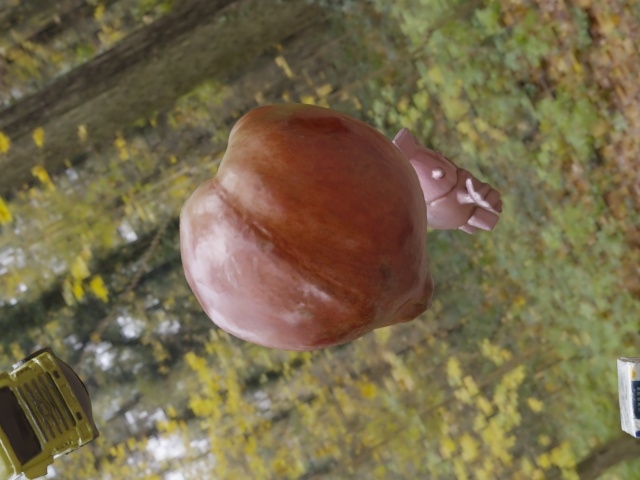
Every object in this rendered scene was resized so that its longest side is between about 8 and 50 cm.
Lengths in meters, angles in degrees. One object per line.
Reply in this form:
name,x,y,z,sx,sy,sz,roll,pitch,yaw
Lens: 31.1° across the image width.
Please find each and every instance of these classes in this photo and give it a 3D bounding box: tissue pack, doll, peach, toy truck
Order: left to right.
toy truck,-0.540,0.327,1.907,0.180,0.254,0.405,59,143,0
peach,0.000,0.000,1.079,0.257,0.232,0.232,37,-173,-8
doll,0.144,-0.075,1.580,0.211,0.093,0.262,42,163,-30
tissue pack,0.350,0.169,1.257,0.062,0.042,0.083,22,-117,-86
